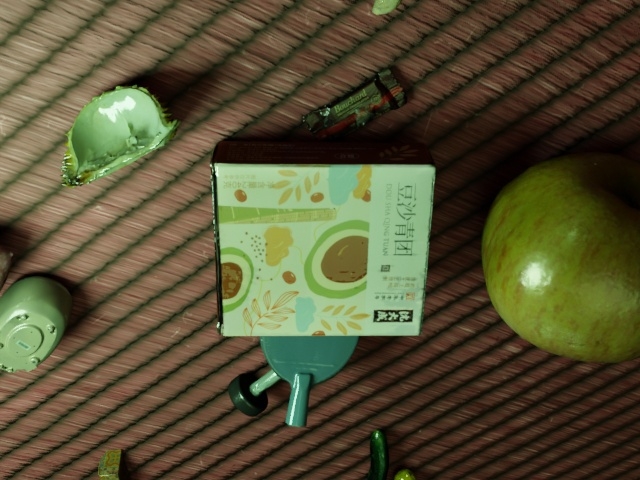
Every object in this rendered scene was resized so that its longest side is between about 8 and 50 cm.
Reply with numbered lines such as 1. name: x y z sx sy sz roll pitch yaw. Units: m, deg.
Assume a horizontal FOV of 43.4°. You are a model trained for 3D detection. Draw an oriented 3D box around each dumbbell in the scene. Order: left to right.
1. dumbbell: -0.105 0.299 1.765 0.191 0.100 0.100 -38 123 21

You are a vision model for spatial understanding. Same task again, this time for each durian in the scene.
1. durian: -0.341 -0.172 1.352 0.252 0.139 0.144 -21 122 9

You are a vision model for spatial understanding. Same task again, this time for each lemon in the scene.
1. lemon: 0.219 0.626 2.081 0.062 0.062 0.083 4 130 -11

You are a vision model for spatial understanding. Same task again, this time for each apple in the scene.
1. apple: 0.491 0.020 1.461 0.401 0.400 0.333 -2 124 -6

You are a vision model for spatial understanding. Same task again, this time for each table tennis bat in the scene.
1. table tennis bat: -0.026 0.223 1.666 0.215 0.044 0.328 7 95 -18

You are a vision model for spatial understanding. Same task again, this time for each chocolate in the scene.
1. chocolate: 0.063 -0.232 1.430 0.183 0.028 0.086 -25 123 14

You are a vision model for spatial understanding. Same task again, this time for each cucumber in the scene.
1. cucumber: 0.145 0.580 2.041 0.056 0.056 0.284 -3 128 -5

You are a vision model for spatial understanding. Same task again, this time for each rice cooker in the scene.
1. rice cooker: -0.577 0.167 1.584 0.145 0.127 0.206 30 109 -26

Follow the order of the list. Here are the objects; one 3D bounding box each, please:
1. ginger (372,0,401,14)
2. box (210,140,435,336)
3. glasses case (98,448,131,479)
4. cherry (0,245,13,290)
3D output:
1. ginger: 0.137 -0.479 1.233 0.089 0.075 0.288 4 123 -17
2. box: 0.000 0.000 1.475 0.386 0.122 0.344 0 116 -2
3. glasses case: -0.492 0.610 1.962 0.049 0.075 0.218 -5 128 -2
4. cherry: -0.674 0.067 1.464 0.250 0.175 0.192 -21 136 6
